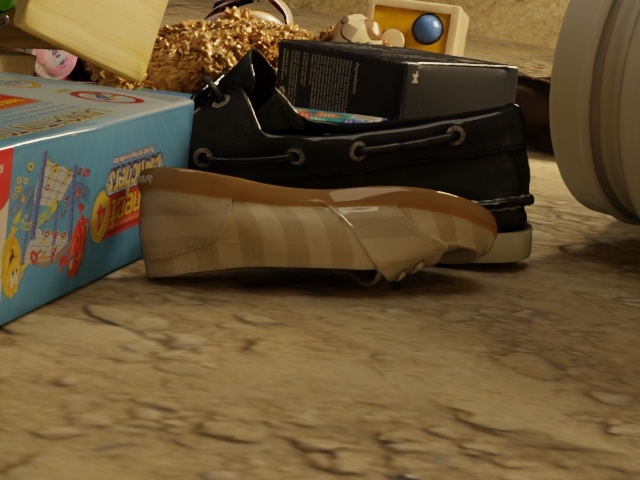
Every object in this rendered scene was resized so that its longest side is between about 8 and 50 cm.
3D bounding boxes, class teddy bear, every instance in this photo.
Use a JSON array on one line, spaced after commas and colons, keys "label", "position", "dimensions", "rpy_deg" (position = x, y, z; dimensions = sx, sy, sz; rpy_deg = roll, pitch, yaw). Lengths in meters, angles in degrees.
[{"label": "teddy bear", "position": [-0.068, -0.179, 1.642], "dimensions": [0.338, 0.113, 0.245], "rpy_deg": [8, 13, 10]}]

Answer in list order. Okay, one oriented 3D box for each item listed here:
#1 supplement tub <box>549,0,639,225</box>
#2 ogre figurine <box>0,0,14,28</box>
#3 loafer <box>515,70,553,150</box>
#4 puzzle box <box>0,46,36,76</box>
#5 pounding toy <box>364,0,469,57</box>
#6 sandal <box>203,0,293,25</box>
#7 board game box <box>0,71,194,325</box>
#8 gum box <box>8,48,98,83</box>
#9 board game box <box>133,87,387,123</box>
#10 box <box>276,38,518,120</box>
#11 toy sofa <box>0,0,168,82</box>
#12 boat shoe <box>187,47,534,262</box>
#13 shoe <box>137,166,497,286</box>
[{"label": "supplement tub", "position": [0.338, -0.084, 1.040], "dimensions": [0.331, 0.241, 0.241], "rpy_deg": [16, 14, 37]}, {"label": "ogre figurine", "position": [-0.261, -0.147, 0.932], "dimensions": [0.118, 0.097, 0.197], "rpy_deg": [13, 17, -34]}, {"label": "loafer", "position": [0.201, -0.127, 1.659], "dimensions": [0.078, 0.080, 0.220], "rpy_deg": [-8, 11, -21]}, {"label": "puzzle box", "position": [-0.484, -0.180, 1.417], "dimensions": [0.409, 0.052, 0.272], "rpy_deg": [15, 11, 10]}, {"label": "pounding toy", "position": [0.086, -0.211, 1.900], "dimensions": [0.141, 0.130, 0.100], "rpy_deg": [9, -1, 13]}, {"label": "sandal", "position": [-0.080, -0.242, 1.879], "dimensions": [0.102, 0.076, 0.265], "rpy_deg": [7, -7, 2]}, {"label": "board game box", "position": [-0.257, -0.042, 0.868], "dimensions": [0.302, 0.086, 0.308], "rpy_deg": [9, 11, 13]}, {"label": "gum box", "position": [-0.250, -0.206, 1.789], "dimensions": [0.188, 0.062, 0.107], "rpy_deg": [-1, 14, -36]}, {"label": "board game box", "position": [-0.057, -0.078, 1.280], "dimensions": [0.210, 0.047, 0.160], "rpy_deg": [8, 11, 4]}, {"label": "box", "position": [0.065, -0.125, 1.479], "dimensions": [0.156, 0.093, 0.158], "rpy_deg": [-4, 14, -45]}, {"label": "toy sofa", "position": [-0.304, -0.264, 1.584], "dimensions": [0.362, 0.177, 0.150], "rpy_deg": [9, -12, 44]}, {"label": "boat shoe", "position": [-0.031, -0.063, 1.043], "dimensions": [0.340, 0.113, 0.127], "rpy_deg": [9, 11, 12]}, {"label": "shoe", "position": [0.000, 0.000, 0.917], "dimensions": [0.219, 0.058, 0.076], "rpy_deg": [6, -10, -26]}]
